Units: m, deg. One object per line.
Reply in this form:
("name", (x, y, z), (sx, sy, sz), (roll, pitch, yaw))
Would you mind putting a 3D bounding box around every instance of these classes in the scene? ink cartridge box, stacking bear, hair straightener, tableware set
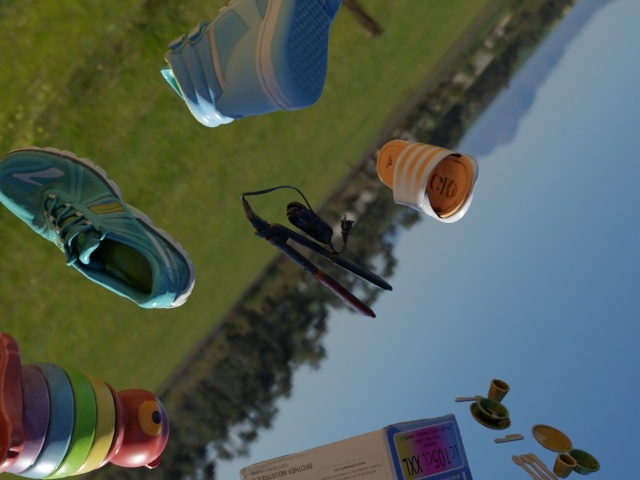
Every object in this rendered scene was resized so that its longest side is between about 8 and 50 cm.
("ink cartridge box", (0.075, 0.432, 1.544), (0.151, 0.396, 0.270), (-1, 163, -45))
("stacking bear", (-0.330, 0.242, 1.725), (0.289, 0.175, 0.164), (14, 147, -40))
("hair straightener", (0.000, 0.000, 1.605), (0.089, 0.230, 0.047), (-55, -166, -6))
("tableware set", (0.225, 0.202, 1.385), (0.104, 0.154, 0.024), (0, 121, -39))

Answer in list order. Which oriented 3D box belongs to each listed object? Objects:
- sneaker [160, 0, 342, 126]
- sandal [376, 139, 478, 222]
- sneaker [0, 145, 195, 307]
("sneaker", (-0.091, -0.270, 1.564), (0.208, 0.127, 0.319), (-15, -136, 28))
("sandal", (0.130, -0.094, 1.865), (0.265, 0.076, 0.102), (25, -78, 60))
("sneaker", (-0.264, -0.016, 1.476), (0.107, 0.275, 0.110), (-58, 173, 14))
